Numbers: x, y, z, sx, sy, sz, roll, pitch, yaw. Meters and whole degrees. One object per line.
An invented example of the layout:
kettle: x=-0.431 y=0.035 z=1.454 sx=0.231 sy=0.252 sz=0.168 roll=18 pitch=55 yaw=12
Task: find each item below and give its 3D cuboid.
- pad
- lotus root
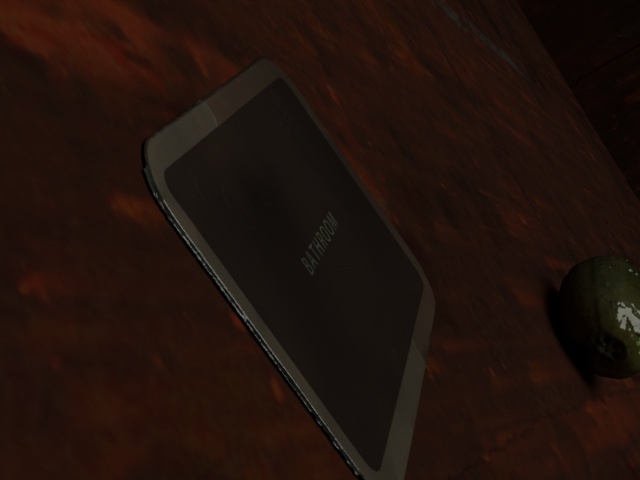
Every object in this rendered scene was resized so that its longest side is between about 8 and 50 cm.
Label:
pad: x=0.000 y=0.000 z=0.563 sx=0.176 sy=0.002 sz=0.266 roll=54 pitch=17 yaw=-9
lotus root: x=0.252 y=0.059 z=1.019 sx=0.090 sy=0.077 sz=0.183 roll=57 pitch=19 yaw=-4
